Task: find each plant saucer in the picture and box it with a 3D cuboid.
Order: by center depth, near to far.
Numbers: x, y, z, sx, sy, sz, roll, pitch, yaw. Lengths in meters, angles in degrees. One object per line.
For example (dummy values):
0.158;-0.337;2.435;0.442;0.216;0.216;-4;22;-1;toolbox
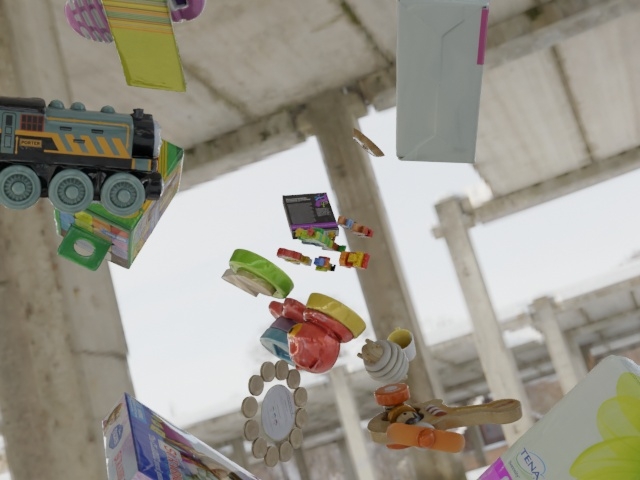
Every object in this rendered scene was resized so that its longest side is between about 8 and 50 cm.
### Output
0.092;-0.190;2.024;0.015;0.083;0.083;-49;-17;-1;plant saucer

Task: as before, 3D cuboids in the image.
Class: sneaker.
-0.296;-0.393;1.655;0.236;0.104;0.095;-10;-50;9;sneaker

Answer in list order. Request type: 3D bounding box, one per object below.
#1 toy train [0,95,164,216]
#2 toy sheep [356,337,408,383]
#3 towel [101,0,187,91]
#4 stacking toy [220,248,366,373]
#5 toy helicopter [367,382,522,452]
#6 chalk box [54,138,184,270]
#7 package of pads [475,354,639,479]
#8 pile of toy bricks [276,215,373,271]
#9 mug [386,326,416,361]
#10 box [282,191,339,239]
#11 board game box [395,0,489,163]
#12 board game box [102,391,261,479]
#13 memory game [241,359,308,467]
-0.433;-0.146;1.761;0.334;0.190;0.142;3;8;-19;toy train
0.126;0.235;1.974;0.091;0.091;0.132;-27;-45;34;toy sheep
-0.263;-0.303;1.528;0.102;0.021;0.237;9;-27;5;towel
-0.087;0.156;1.931;0.130;0.279;0.309;-59;5;-18;stacking toy
0.279;0.408;2.312;0.355;0.140;0.235;-10;7;13;toy helicopter
-0.427;-0.075;2.081;0.180;0.289;0.179;25;-30;2;chalk box
0.354;0.321;1.325;0.101;0.229;0.296;28;-67;-36;package of pads
0.000;0.000;2.111;0.212;0.118;0.105;4;-15;39;pile of toy bricks
0.193;0.241;2.340;0.062;0.078;0.064;4;-41;29;mug
-0.026;-0.062;2.504;0.116;0.162;0.029;-4;-52;-10;box
0.139;-0.271;1.153;0.097;0.303;0.224;3;-40;5;board game box
-0.168;0.379;1.494;0.066;0.318;0.319;-53;18;0;board game box
-0.078;0.298;1.774;0.012;0.186;0.186;-5;-6;36;memory game
